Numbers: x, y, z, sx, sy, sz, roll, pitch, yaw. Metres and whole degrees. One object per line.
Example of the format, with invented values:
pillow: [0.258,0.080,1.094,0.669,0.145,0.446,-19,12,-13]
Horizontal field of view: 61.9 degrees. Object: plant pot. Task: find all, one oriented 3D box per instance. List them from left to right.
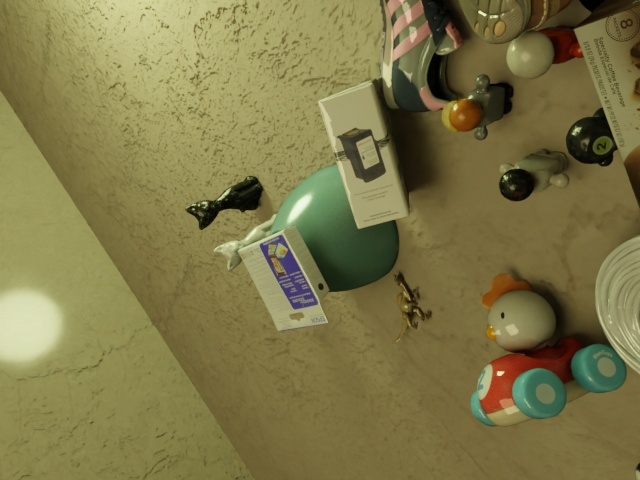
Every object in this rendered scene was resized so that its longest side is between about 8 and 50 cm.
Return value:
plant pot: [0.000,0.000,1.190,0.290,0.196,0.290,28,133,36]

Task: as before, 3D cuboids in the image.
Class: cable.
cable: [0.507,0.100,0.717,0.257,0.089,0.256,6,116,61]

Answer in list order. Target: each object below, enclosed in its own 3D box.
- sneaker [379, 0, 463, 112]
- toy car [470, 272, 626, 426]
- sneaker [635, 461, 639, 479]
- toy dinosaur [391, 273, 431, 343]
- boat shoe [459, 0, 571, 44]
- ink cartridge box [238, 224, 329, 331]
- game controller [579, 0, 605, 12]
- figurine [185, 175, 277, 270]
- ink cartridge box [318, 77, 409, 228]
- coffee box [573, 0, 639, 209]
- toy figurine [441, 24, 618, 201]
sneaker: [0.167,-0.356,0.840,0.131,0.112,0.318,18,134,31]
toy car: [0.338,0.175,0.917,0.219,0.211,0.237,103,147,-66]
sneaker: [0.617,0.393,0.791,0.296,0.112,0.130,-29,90,53]
toy dinosaur: [0.198,0.161,1.200,0.093,0.053,0.183,29,128,57]
boat shoe: [0.209,-0.399,0.682,0.123,0.117,0.324,96,153,-76]
ink cartridge box: [-0.072,0.087,1.128,0.206,0.045,0.208,-20,96,53]
game controller: [0.443,-0.285,0.580,0.319,0.067,0.166,40,139,27]
figurine: [-0.216,-0.042,1.406,0.214,0.210,0.092,55,144,7]
ink cartridge box: [0.087,-0.165,0.981,0.100,0.172,0.237,-15,106,13]
coffee box: [0.430,-0.148,0.588,0.168,0.119,0.297,0,125,57]
toy figurine: [0.305,-0.172,0.751,0.213,0.148,0.209,57,144,4]
